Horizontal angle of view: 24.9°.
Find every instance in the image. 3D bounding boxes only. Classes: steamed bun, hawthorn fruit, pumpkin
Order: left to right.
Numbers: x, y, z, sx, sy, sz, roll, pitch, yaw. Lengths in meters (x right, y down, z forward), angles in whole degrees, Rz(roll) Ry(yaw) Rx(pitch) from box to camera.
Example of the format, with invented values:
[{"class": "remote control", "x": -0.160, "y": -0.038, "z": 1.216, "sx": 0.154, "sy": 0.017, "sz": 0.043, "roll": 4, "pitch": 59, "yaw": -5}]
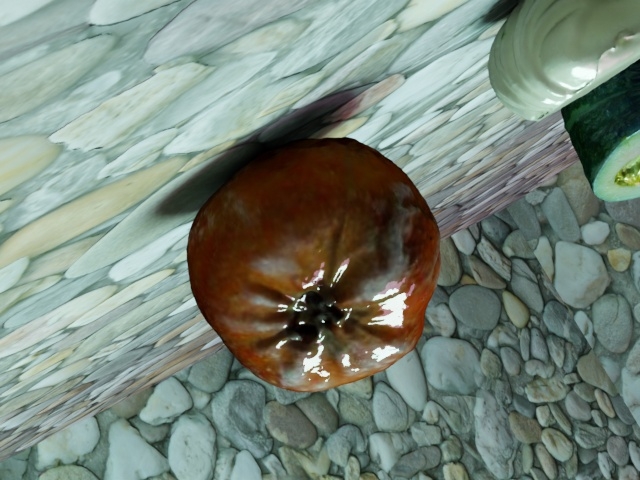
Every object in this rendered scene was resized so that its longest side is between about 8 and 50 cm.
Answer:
[{"class": "hawthorn fruit", "x": 0.000, "y": 0.000, "z": 1.354, "sx": 0.242, "sy": 0.242, "sz": 0.272, "roll": -33, "pitch": -157, "yaw": 20}, {"class": "steamed bun", "x": 0.228, "y": -0.187, "z": 1.307, "sx": 0.182, "sy": 0.106, "sz": 0.183, "roll": -30, "pitch": 178, "yaw": -1}, {"class": "pumpkin", "x": 0.415, "y": -0.204, "z": 1.695, "sx": 0.293, "sy": 0.197, "sz": 0.263, "roll": -24, "pitch": 162, "yaw": -2}]

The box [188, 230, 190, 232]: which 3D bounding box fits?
[{"class": "box", "x": -0.089, "y": -0.024, "z": 1.483, "sx": 0.083, "sy": 0.024, "sz": 0.053, "roll": -36, "pitch": 172, "yaw": 32}]
